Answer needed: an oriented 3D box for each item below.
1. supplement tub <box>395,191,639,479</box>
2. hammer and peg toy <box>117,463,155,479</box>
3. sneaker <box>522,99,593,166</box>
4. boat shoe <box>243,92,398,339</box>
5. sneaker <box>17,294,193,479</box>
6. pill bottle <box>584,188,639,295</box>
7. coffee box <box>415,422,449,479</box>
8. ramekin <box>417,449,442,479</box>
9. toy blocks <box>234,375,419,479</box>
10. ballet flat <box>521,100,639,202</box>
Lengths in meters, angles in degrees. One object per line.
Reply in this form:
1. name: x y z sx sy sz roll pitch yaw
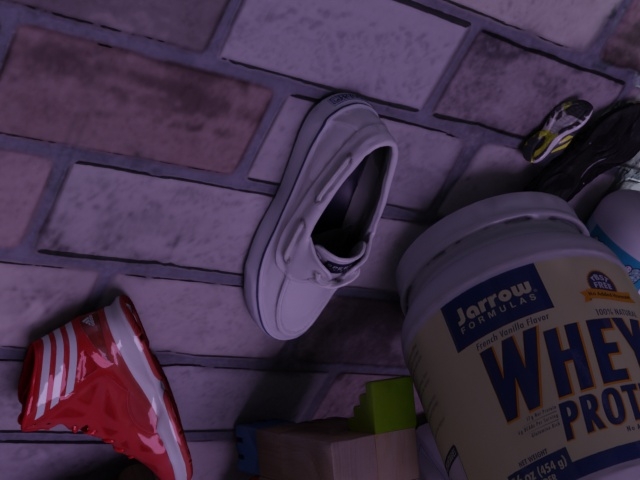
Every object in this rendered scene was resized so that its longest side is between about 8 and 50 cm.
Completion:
1. supplement tub: 0.213 0.140 0.991 0.235 0.325 0.235 -13 146 -9
2. hammer and peg toy: -0.295 0.382 1.039 0.361 0.127 0.266 -17 135 -17
3. sneaker: 0.236 -0.106 1.043 0.083 0.031 0.035 -40 152 9
4. boat shoe: 0.000 0.000 0.929 0.095 0.084 0.258 -8 131 -30
5. sneaker: -0.199 0.153 0.948 0.128 0.087 0.221 -19 124 -8
6. pill bottle: 0.337 0.046 1.158 0.146 0.146 0.264 7 122 -39
7. coffee box: 0.313 0.398 1.315 0.337 0.334 0.338 -16 136 -24
8. ramekin: 0.071 0.349 1.210 0.109 0.207 0.207 -5 130 -20
9. toy blocks: -0.007 0.327 1.068 0.190 0.261 0.381 -4 89 -32
10. ballet flat: 0.273 -0.089 1.080 0.173 0.049 0.057 -36 109 -8
